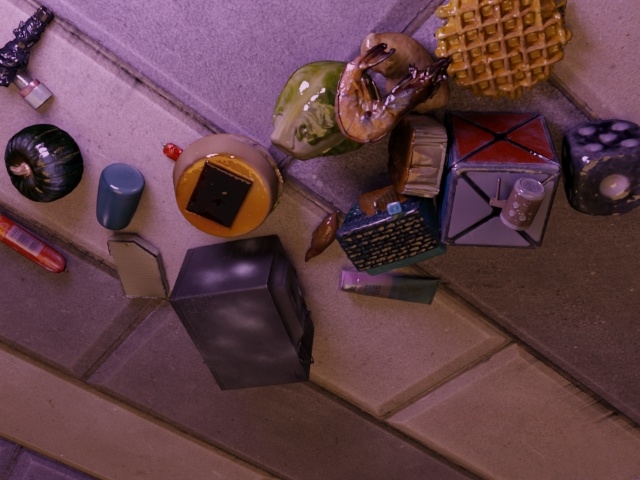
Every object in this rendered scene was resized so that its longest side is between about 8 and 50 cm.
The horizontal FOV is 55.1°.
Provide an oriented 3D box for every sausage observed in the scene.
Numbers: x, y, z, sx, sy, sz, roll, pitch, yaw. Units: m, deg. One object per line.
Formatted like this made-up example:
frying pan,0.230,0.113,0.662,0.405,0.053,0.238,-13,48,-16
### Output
sausage,-0.910,0.023,1.940,0.074,0.074,0.274,-35,119,30

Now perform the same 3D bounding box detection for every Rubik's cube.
Rubik's cube,0.424,-0.149,1.522,0.254,0.259,0.260,2,129,6

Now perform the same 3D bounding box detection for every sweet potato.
sweet potato,0.000,0.003,1.823,0.068,0.068,0.226,22,129,-12

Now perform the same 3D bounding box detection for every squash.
squash,-0.749,-0.207,1.662,0.218,0.173,0.218,2,128,3

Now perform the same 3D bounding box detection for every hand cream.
hand cream,0.214,0.149,1.920,0.312,0.070,0.111,8,128,-5

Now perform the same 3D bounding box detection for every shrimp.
shrimp,0.146,-0.345,1.339,0.289,0.075,0.178,-39,110,10

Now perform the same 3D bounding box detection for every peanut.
peanut,0.198,-0.391,1.427,0.137,0.122,0.253,-46,114,-1

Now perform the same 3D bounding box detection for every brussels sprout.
brussels sprout,0.005,-0.303,1.454,0.271,0.210,0.219,-43,135,-1

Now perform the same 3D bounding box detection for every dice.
dice,0.699,-0.180,1.512,0.181,0.183,0.182,-4,128,12

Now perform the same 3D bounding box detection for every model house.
model house,0.153,-0.050,1.589,0.261,0.226,0.241,-20,162,21

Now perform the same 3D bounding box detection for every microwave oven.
microwave oven,-0.218,0.235,1.928,0.374,0.236,0.432,-8,129,13

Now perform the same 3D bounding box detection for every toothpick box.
toothpick box,-0.578,-0.118,1.753,0.120,0.120,0.184,21,131,-11

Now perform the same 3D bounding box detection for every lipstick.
lipstick,-0.776,-0.425,1.565,0.063,0.057,0.186,-41,112,1

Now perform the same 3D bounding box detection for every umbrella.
umbrella,-0.723,-0.469,1.480,0.224,0.071,0.080,-42,110,13

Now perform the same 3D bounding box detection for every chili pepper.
chili pepper,-0.370,-0.216,1.706,0.178,0.027,0.045,35,124,-25

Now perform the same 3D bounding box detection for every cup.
cup,0.442,-0.092,1.369,0.074,0.102,0.099,-18,140,-31

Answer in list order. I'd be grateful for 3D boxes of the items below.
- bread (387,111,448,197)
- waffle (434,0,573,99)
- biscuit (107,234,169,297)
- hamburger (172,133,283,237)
bread,0.230,-0.218,1.514,0.109,0.210,0.192,3,120,-7
waffle,0.417,-0.456,1.393,0.328,0.062,0.329,4,129,4
biscuit,-0.580,0.083,1.964,0.150,0.052,0.252,-1,131,2
hamburger,-0.249,-0.148,1.648,0.299,0.176,0.300,1,126,1
